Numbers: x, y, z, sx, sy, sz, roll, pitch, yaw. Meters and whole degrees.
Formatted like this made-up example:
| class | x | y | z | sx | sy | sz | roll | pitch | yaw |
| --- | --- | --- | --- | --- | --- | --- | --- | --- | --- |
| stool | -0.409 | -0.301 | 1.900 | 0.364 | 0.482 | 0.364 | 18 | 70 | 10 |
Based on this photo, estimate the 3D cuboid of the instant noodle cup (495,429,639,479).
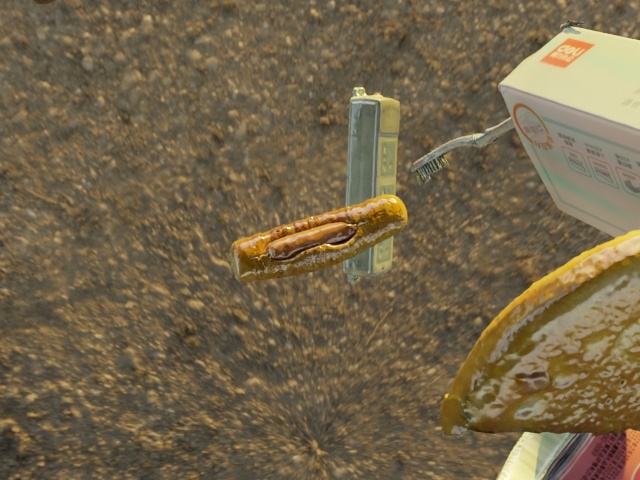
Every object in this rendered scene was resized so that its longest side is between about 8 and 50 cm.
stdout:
| class | x | y | z | sx | sy | sz | roll | pitch | yaw |
| --- | --- | --- | --- | --- | --- | --- | --- | --- | --- |
| instant noodle cup | 0.273 | 0.231 | 0.674 | 0.255 | 0.244 | 0.244 | 39 | 80 | 6 |

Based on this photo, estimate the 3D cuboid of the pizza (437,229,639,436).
| class | x | y | z | sx | sy | sz | roll | pitch | yaw |
| --- | --- | --- | --- | --- | --- | --- | --- | --- | --- |
| pizza | 0.152 | 0.053 | 0.451 | 0.130 | 0.041 | 0.178 | 28 | 117 | -24 |

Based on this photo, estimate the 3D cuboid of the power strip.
| class | x | y | z | sx | sy | sz | roll | pitch | yaw |
| --- | --- | --- | --- | --- | --- | --- | --- | --- | --- |
| power strip | 0.069 | -0.072 | 1.219 | 0.052 | 0.078 | 0.272 | 5 | 97 | 27 |

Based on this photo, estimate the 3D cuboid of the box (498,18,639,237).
| class | x | y | z | sx | sy | sz | roll | pitch | yaw |
| --- | --- | --- | --- | --- | --- | --- | --- | --- | --- |
| box | 0.238 | -0.051 | 0.576 | 0.079 | 0.269 | 0.135 | -39 | 121 | -7 |

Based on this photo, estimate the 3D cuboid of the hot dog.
| class | x | y | z | sx | sy | sz | roll | pitch | yaw |
| --- | --- | --- | --- | --- | --- | --- | --- | --- | --- |
| hot dog | 0.000 | 0.000 | 0.652 | 0.137 | 0.028 | 0.044 | -15 | 69 | -4 |

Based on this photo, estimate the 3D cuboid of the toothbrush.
| class | x | y | z | sx | sy | sz | roll | pitch | yaw |
| --- | --- | --- | --- | --- | --- | --- | --- | --- | --- |
| toothbrush | 0.274 | -0.170 | 1.307 | 0.035 | 0.413 | 0.042 | -33 | 93 | -39 |

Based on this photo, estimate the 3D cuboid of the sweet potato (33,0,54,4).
| class | x | y | z | sx | sy | sz | roll | pitch | yaw |
| --- | --- | --- | --- | --- | --- | --- | --- | --- | --- |
| sweet potato | -0.425 | -0.385 | 1.351 | 0.049 | 0.117 | 0.049 | -3 | 103 | -12 |
